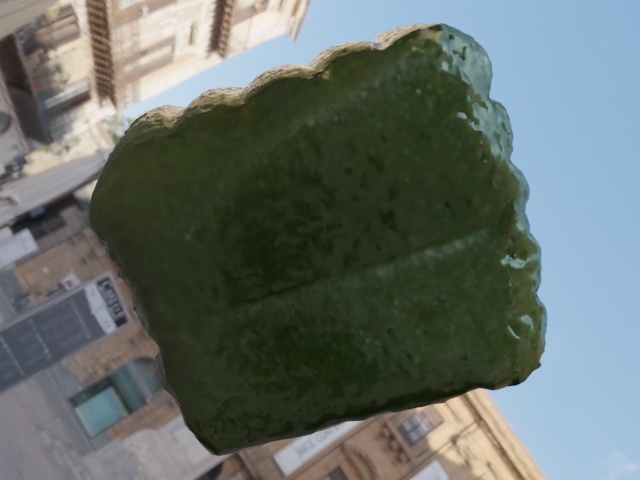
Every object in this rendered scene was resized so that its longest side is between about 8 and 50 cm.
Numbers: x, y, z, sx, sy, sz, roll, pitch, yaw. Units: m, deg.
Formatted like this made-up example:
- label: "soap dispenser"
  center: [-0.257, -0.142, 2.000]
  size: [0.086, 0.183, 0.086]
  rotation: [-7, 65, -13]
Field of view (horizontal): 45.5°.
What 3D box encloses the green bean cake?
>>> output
- label: "green bean cake"
  center: [0.000, 0.000, 0.474]
  size: [0.125, 0.248, 0.222]
  rotation: [-115, -172, -76]
